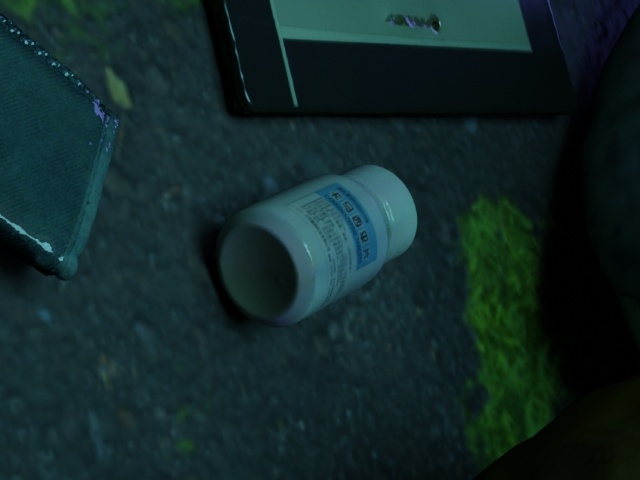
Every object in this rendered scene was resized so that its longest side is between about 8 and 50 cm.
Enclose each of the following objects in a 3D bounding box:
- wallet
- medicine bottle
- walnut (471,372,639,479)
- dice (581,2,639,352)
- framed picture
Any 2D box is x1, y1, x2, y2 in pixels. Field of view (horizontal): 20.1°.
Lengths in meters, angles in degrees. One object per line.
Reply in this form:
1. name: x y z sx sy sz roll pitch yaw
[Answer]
1. wallet: -0.132 -0.050 0.654 0.129 0.026 0.088 38 46 -32
2. medicine bottle: 0.000 0.000 0.765 0.089 0.052 0.052 -27 96 -50
3. walnut: 0.199 0.229 0.708 0.398 0.308 0.354 30 39 -36
4. dice: 0.362 -0.022 0.937 0.348 0.330 0.328 36 41 -23
5. framed picture: 0.012 -0.225 0.894 0.265 0.016 0.347 -6 80 -50
